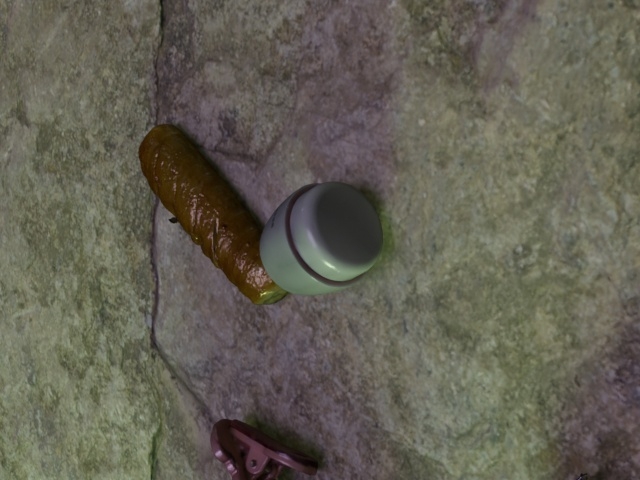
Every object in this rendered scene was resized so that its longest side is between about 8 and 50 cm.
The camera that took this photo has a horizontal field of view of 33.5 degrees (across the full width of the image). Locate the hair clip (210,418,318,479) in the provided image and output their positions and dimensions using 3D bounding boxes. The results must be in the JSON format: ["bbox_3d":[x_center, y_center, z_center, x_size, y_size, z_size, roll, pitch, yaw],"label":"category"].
[{"bbox_3d":[-0.080,0.278,1.250,0.138,0.123,0.102,22,82,31],"label":"hair clip"}]

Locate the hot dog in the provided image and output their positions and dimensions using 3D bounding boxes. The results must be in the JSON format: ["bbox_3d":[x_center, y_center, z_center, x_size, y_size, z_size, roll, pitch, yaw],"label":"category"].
[{"bbox_3d":[-0.131,-0.035,1.274,0.286,0.061,0.087,43,111,26],"label":"hot dog"}]

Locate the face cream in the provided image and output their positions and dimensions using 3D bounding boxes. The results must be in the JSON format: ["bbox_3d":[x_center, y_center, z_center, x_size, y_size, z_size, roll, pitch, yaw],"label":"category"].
[{"bbox_3d":[0.000,0.000,1.126,0.104,0.117,0.117,-31,77,49],"label":"face cream"}]

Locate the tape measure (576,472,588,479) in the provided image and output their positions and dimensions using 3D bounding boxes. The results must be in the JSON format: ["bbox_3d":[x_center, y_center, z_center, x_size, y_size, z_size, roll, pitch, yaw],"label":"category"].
[{"bbox_3d":[0.256,0.344,0.975,0.196,0.105,0.178,47,117,24],"label":"tape measure"}]
